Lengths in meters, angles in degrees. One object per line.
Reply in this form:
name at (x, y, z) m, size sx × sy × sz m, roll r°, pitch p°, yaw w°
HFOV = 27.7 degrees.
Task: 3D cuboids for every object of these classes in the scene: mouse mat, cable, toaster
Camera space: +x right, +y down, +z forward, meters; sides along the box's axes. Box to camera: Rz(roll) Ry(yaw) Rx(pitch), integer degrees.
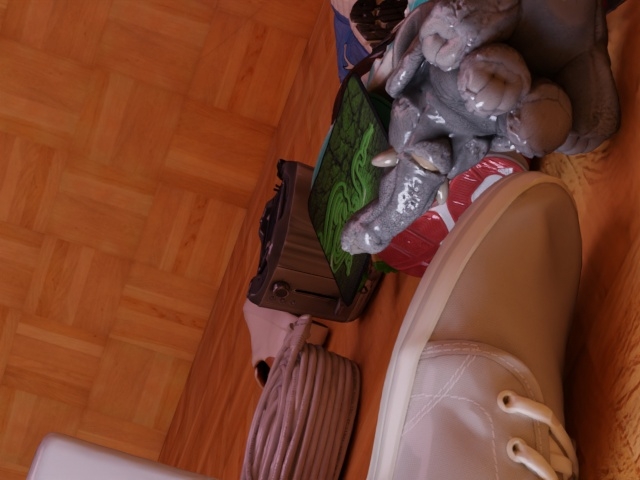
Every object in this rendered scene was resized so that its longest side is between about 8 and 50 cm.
mouse mat at (0.030, -0.049, 1.269) m, size 0.152 × 0.007 × 0.189 m, roll -112°, pitch 30°, yaw -42°
cable at (-0.033, 0.247, 1.531) m, size 0.257 × 0.089 × 0.257 m, roll 116°, pitch 168°, yaw -47°
toaster at (0.000, 0.000, 1.614) m, size 0.227 × 0.146 × 0.129 m, roll -84°, pitch 15°, yaw -49°

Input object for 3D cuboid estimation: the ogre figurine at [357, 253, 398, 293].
ogre figurine at (0.069, -0.046, 1.457) m, size 0.118 × 0.097 × 0.197 m, roll -121°, pitch 37°, yaw -63°

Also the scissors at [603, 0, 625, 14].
scissors at (0.213, -0.172, 1.004) m, size 0.021 × 0.109 × 0.297 m, roll -32°, pitch 16°, yaw -25°

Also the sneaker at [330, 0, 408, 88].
sneaker at (0.090, -0.252, 1.728) m, size 0.330 × 0.130 × 0.147 m, roll -111°, pitch 15°, yaw -66°

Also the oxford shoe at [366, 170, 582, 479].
oxford shoe at (0.101, 0.159, 0.778) m, size 0.130 × 0.169 × 0.449 m, roll 0°, pitch 57°, yaw 38°

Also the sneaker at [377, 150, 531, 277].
sneaker at (0.133, -0.056, 1.175) m, size 0.221 × 0.087 × 0.128 m, roll -39°, pitch 24°, yaw 53°

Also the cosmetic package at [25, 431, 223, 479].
cosmetic package at (-0.132, 0.413, 1.013) m, size 0.327 × 0.329 × 0.393 m, roll 124°, pitch 162°, yaw -60°

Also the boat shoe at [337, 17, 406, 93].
boat shoe at (0.106, -0.215, 1.516) m, size 0.233 × 0.084 × 0.079 m, roll -32°, pitch 34°, yaw 50°

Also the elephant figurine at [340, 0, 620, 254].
elephant figurine at (0.107, -0.112, 0.997) m, size 0.169 × 0.186 × 0.239 m, roll 67°, pitch 154°, yaw 4°

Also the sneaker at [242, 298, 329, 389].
sneaker at (-0.070, 0.155, 1.879) m, size 0.290 × 0.106 × 0.123 m, roll -169°, pitch 99°, yaw -80°

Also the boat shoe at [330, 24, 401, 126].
boat shoe at (0.094, -0.161, 1.442) m, size 0.257 × 0.095 × 0.095 m, roll 148°, pitch 132°, yaw -64°

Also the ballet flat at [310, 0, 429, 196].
ballet flat at (0.122, -0.146, 1.271) m, size 0.409 × 0.147 × 0.147 m, roll 121°, pitch 165°, yaw -46°
